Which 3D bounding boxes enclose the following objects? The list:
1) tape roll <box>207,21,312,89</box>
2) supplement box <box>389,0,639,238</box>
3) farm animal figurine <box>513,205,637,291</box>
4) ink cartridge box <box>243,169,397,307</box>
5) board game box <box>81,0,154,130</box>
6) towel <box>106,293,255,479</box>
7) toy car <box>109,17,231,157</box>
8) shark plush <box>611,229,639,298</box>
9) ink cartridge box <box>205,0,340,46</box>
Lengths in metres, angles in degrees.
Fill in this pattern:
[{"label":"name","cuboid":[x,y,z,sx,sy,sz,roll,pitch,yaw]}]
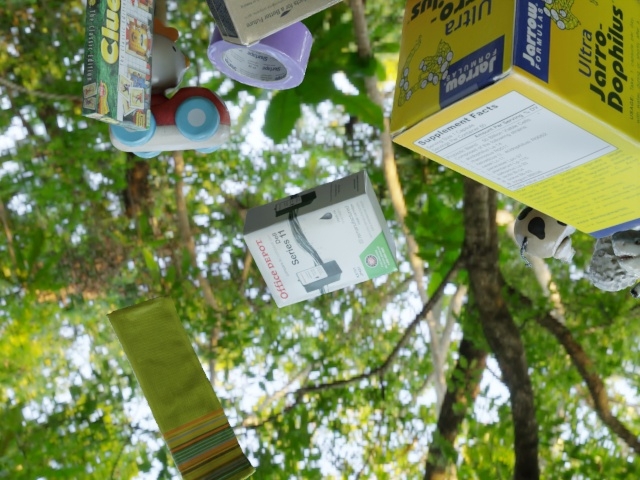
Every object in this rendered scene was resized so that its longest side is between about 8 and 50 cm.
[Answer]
[{"label":"tape roll","cuboid":[-0.115,-0.366,1.699,0.188,0.189,0.080,10,-106,15]},{"label":"supplement box","cuboid":[0.284,-0.167,1.042,0.356,0.194,0.195,21,-116,-29]},{"label":"farm animal figurine","cuboid":[0.408,-0.110,1.500,0.330,0.172,0.327,18,-95,31]},{"label":"ink cartridge box","cuboid":[0.000,0.000,1.413,0.208,0.153,0.087,-19,-153,12]},{"label":"board game box","cuboid":[-0.283,-0.295,1.267,0.030,0.260,0.136,1,178,24]},{"label":"towel","cuboid":[-0.158,0.178,1.027,0.021,0.237,0.102,-31,172,31]},{"label":"toy car","cuboid":[-0.268,-0.276,1.556,0.210,0.238,0.219,-5,180,-3]},{"label":"shark plush","cuboid":[0.368,0.002,0.879,0.161,0.073,0.067,-18,-100,-2]},{"label":"ink cartridge box","cuboid":[-0.046,-0.380,1.121,0.234,0.193,0.088,-29,-155,-17]}]
